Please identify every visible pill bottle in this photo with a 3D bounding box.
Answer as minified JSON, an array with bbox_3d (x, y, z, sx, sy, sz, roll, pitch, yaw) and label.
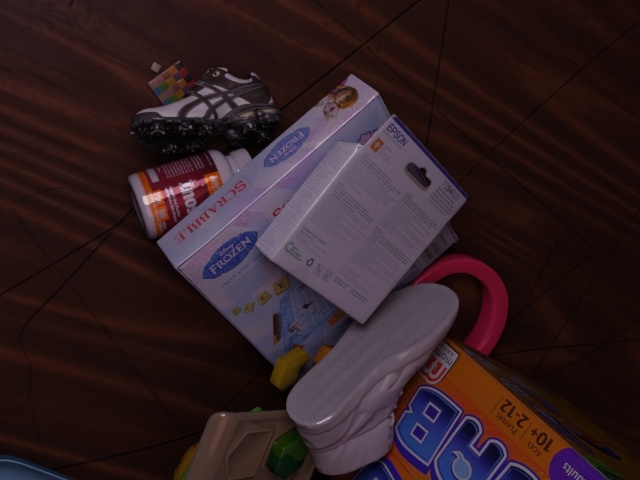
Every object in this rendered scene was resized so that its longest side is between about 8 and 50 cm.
[{"bbox_3d":[-0.157,-0.064,1.129,0.152,0.086,0.086,-20,115,-15],"label":"pill bottle"}]

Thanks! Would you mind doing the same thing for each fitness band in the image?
[{"bbox_3d":[0.159,0.149,1.362,0.209,0.054,0.291,37,93,-32],"label":"fitness band"}]

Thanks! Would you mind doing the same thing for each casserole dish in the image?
[{"bbox_3d":[-0.394,0.351,1.211,0.188,0.037,0.114,32,95,-28],"label":"casserole dish"}]

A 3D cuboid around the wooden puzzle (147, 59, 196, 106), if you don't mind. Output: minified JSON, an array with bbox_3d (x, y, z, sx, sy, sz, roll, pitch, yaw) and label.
[{"bbox_3d":[-0.180,-0.189,1.118,0.049,0.006,0.083,-38,119,-6],"label":"wooden puzzle"}]

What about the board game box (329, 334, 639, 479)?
[{"bbox_3d":[0.271,0.412,1.295,0.356,0.356,0.356,29,99,-38],"label":"board game box"}]

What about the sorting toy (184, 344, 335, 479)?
[{"bbox_3d":[-0.071,0.284,1.209,0.229,0.041,0.307,13,103,-50],"label":"sorting toy"}]

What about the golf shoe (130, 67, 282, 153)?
[{"bbox_3d":[-0.146,-0.162,1.096,0.198,0.077,0.094,-9,73,-37],"label":"golf shoe"}]

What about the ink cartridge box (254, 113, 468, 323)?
[{"bbox_3d":[0.058,-0.026,1.121,0.224,0.045,0.223,-49,138,2],"label":"ink cartridge box"}]

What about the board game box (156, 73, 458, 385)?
[{"bbox_3d":[0.000,0.000,1.180,0.318,0.066,0.318,-41,137,-5],"label":"board game box"}]

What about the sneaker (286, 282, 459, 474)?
[{"bbox_3d":[0.083,0.195,1.251,0.292,0.108,0.169,-37,137,-21],"label":"sneaker"}]

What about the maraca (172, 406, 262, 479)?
[{"bbox_3d":[-0.137,0.317,1.273,0.186,0.099,0.127,-50,148,-15],"label":"maraca"}]
